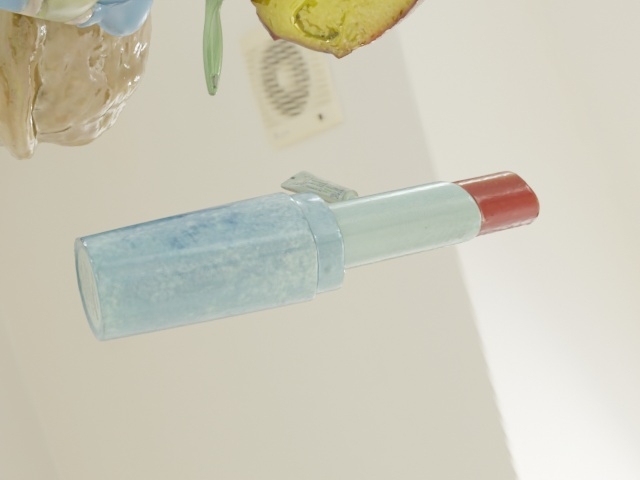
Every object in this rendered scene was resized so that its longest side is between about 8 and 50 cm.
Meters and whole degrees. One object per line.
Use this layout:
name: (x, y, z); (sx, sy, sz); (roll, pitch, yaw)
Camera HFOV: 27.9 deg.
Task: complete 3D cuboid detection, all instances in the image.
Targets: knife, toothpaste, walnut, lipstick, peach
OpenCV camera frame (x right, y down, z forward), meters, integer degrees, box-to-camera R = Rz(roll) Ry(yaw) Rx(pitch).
knife: (-0.154, -0.361, 1.908); (0.020, 0.043, 0.293); (-132, -139, -84)
toothpaste: (0.005, -0.074, 1.910); (0.197, 0.048, 0.029); (23, -36, 56)
walnut: (-0.333, -0.226, 1.406); (0.285, 0.296, 0.285); (180, -90, -83)
lipstick: (0.000, 0.000, 0.741); (0.068, 0.274, 0.061); (-133, -144, -53)
peach: (0.041, -0.390, 1.589); (0.281, 0.281, 0.338); (19, -104, 47)

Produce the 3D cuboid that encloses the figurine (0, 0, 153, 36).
figurine: (-0.207, -0.269, 1.076); (0.154, 0.262, 0.180); (-16, -92, 37)
